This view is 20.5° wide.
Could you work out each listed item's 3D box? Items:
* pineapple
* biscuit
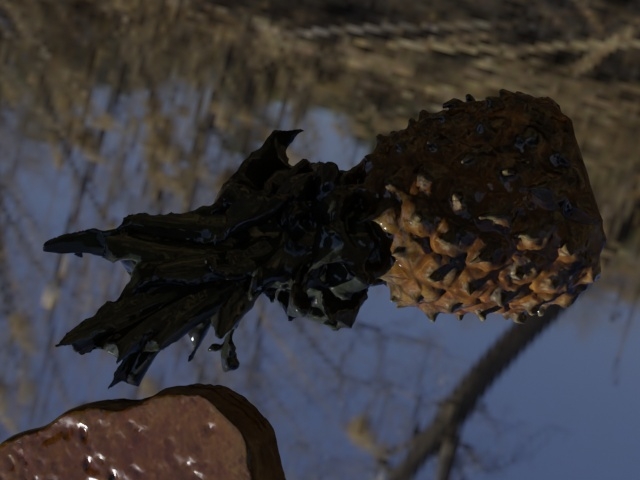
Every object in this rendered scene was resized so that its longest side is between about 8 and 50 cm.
[{"bbox_3d":[0.000,-0.004,1.181,0.364,0.165,0.165,-10,-171,3],"label":"pineapple"},{"bbox_3d":[-0.104,0.219,1.020,0.273,0.257,0.049,-28,173,27],"label":"biscuit"}]
